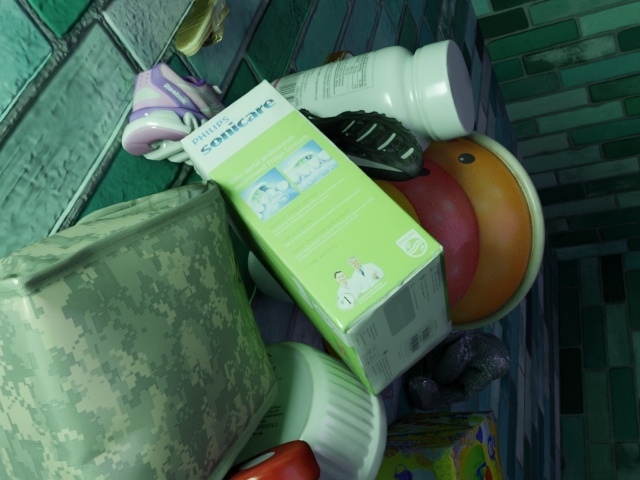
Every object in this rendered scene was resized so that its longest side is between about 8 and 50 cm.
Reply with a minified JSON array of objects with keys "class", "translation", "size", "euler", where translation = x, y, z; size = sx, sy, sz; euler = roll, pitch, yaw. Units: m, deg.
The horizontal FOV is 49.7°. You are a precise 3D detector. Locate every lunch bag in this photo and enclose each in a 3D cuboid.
[{"class":"lunch bag","translation":[-0.159,0.092,0.605],"size":[0.287,0.168,0.235],"euler":[-34,112,-56]}]

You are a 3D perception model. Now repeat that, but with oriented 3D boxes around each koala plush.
[{"class":"koala plush","translation":[0.253,0.191,1.392],"size":[0.221,0.203,0.196],"euler":[62,30,-10]}]

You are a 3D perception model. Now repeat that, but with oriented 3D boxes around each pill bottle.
[{"class":"pill bottle","translation":[0.071,-0.191,1.018],"size":[0.160,0.282,0.161],"euler":[28,57,-58]}]

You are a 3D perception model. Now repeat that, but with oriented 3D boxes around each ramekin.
[{"class":"ramekin","translation":[-0.040,0.212,0.772],"size":[0.109,0.207,0.207],"euler":[42,45,-37]}]

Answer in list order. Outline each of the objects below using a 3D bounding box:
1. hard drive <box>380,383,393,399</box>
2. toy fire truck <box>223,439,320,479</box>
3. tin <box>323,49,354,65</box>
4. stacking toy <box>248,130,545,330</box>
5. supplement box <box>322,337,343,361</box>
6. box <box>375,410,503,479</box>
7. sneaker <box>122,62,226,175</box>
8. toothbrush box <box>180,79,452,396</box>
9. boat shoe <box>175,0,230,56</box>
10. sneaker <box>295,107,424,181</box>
[{"class":"hard drive","translation":[0.100,0.217,1.238],"size":[0.094,0.022,0.135],"euler":[15,69,-62]},{"class":"toy fire truck","translation":[-0.083,0.287,0.529],"size":[0.254,0.302,0.170],"euler":[44,23,-84]},{"class":"tin","translation":[0.038,-0.271,1.258],"size":[0.190,0.040,0.106],"euler":[-71,146,-44]},{"class":"stacking toy","translation":[0.090,0.007,1.043],"size":[0.479,0.350,0.351],"euler":[-11,92,-48]},{"class":"supplement box","translation":[0.043,0.154,1.129],"size":[0.062,0.036,0.098],"euler":[68,29,-23]},{"class":"box","translation":[0.202,0.468,1.193],"size":[0.279,0.176,0.290],"euler":[1,81,-62]},{"class":"sneaker","translation":[-0.135,-0.138,0.816],"size":[0.236,0.095,0.105],"euler":[18,59,-60]},{"class":"toothbrush box","translation":[0.000,0.000,0.738],"size":[0.283,0.122,0.206],"euler":[45,-11,30]},{"class":"boat shoe","translation":[-0.143,-0.273,0.881],"size":[0.045,0.050,0.135],"euler":[51,39,-36]},{"class":"sneaker","translation":[0.016,-0.109,0.914],"size":[0.100,0.271,0.108],"euler":[-43,132,-39]}]
